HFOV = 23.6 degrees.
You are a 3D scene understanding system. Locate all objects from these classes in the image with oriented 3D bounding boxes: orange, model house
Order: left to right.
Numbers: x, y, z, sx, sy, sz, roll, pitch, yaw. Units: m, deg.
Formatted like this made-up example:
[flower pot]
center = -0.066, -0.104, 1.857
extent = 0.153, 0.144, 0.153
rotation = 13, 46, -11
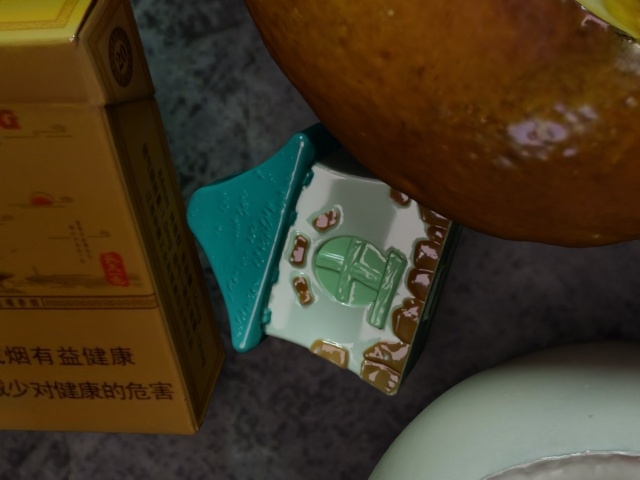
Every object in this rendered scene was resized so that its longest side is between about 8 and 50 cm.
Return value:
[model house]
center = 0.000, 0.000, 0.861
extent = 0.149, 0.100, 0.127
rotation = 19, 103, 11
[orange]
center = 0.106, -0.126, 0.733
extent = 0.310, 0.274, 0.274
rotation = 4, 101, 18

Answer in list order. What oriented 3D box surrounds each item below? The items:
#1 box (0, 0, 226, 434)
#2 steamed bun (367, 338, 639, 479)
[box]
center = -0.167, -0.013, 0.846
extent = 0.174, 0.076, 0.274
rotation = -1, 129, 14
[steamed bun]
center = 0.164, 0.208, 0.804
extent = 0.324, 0.206, 0.324
rotation = 2, 100, 10
